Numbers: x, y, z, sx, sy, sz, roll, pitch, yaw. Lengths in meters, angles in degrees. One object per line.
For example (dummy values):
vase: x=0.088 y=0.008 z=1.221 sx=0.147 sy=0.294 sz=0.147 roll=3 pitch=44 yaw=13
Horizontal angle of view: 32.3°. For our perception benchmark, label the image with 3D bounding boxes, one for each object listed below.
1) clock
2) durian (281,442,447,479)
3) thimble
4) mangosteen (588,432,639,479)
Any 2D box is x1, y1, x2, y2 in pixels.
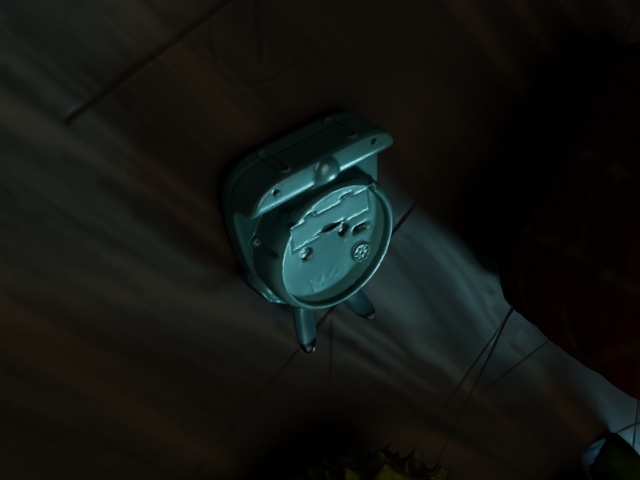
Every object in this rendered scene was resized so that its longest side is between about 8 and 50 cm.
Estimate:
clock: x=-0.001 y=0.000 z=0.690 sx=0.108 sy=0.045 sz=0.147 roll=-29 pitch=133 yaw=-24
durian: x=-0.008 y=0.237 z=0.780 sx=0.249 sy=0.183 sz=0.138 roll=-35 pitch=104 yaw=-23
thimble: x=0.312 y=0.035 z=0.774 sx=0.350 sy=0.350 sz=0.231 roll=25 pitch=100 yaw=-48
mangosteen: x=0.324 y=0.381 z=1.063 sx=0.306 sy=0.306 sz=0.360 roll=27 pitch=74 yaw=-48
